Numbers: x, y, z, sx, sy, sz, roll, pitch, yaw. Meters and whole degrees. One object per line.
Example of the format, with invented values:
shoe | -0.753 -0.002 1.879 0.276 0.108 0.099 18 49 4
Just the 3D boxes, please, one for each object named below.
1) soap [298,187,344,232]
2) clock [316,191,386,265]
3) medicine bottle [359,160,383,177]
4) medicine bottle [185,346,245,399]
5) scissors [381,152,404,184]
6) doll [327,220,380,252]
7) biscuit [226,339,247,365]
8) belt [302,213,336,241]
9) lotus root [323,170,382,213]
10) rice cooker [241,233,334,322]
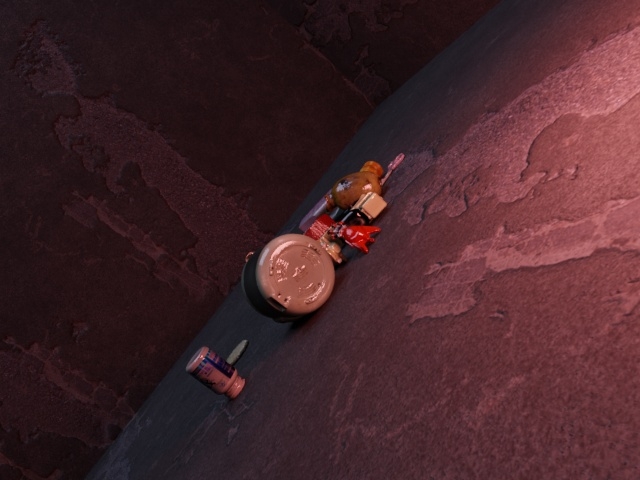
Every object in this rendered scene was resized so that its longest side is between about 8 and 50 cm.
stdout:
soap | 0.038 -0.152 2.483 0.324 0.109 0.193 -45 12 18
clock | 0.074 -0.019 1.876 0.379 0.120 0.276 -50 7 -6
medicine bottle | 0.196 -0.255 2.230 0.096 0.096 0.191 -34 19 55
medicine bottle | -0.358 0.460 1.741 0.107 0.191 0.107 -47 11 12
scissors | 0.294 -0.293 2.174 0.212 0.021 0.110 -54 10 -29
doll | 0.105 -0.021 1.703 0.109 0.169 0.057 -57 -25 -29
biscuit | -0.357 0.479 2.129 0.152 0.020 0.152 -47 10 11
belt | 0.000 0.000 2.078 0.201 0.124 0.128 -48 -14 -6
lotus root | 0.121 -0.193 2.060 0.278 0.154 0.154 -20 19 13
rice cooker | -0.113 0.130 1.707 0.288 0.288 0.277 -54 10 -24
